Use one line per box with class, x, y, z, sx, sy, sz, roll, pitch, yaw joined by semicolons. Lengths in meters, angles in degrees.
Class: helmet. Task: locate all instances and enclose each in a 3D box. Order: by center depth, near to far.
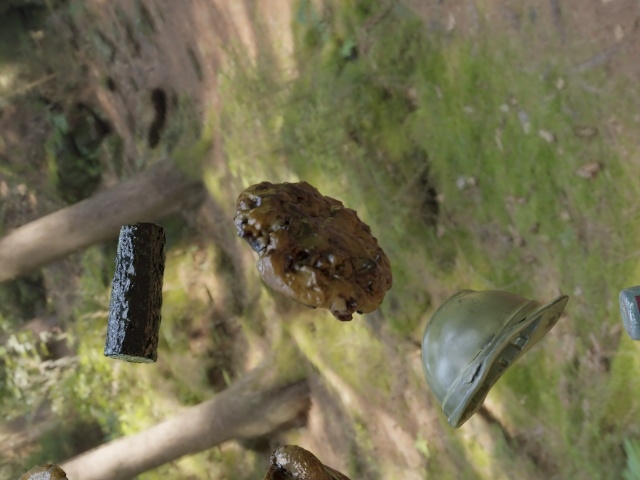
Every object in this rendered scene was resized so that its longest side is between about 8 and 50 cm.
helmet;0.233;0.139;1.545;0.137;0.257;0.204;41;167;19

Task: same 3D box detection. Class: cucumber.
cucumber;-0.263;0.072;1.525;0.062;0.078;0.211;-27;54;57

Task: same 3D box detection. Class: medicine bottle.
medicine bottle;0.609;0.102;1.710;0.090;0.217;0.090;-12;-90;-84

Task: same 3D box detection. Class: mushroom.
mushroom;-0.003;0.252;1.001;0.127;0.127;0.087;-109;39;-73

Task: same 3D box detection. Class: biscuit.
biscuit;-0.004;-0.002;1.697;0.289;0.081;0.334;29;-155;-10

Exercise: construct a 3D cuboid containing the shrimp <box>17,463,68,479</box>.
shrimp;-0.481;0.471;1.573;0.169;0.296;0.058;12;151;52
